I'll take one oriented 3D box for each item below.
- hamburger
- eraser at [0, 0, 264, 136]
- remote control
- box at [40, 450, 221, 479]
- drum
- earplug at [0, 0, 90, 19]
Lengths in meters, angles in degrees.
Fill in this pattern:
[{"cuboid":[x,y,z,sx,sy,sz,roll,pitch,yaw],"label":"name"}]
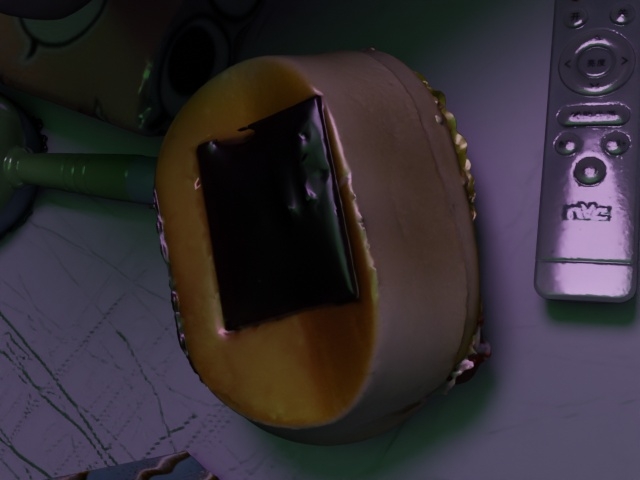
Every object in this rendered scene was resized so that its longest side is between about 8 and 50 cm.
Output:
[{"cuboid":[0.000,0.000,0.438,0.173,0.116,0.210,-23,74,25],"label":"hamburger"},{"cuboid":[-0.185,-0.183,0.568,0.290,0.087,0.171,22,86,25],"label":"eraser"},{"cuboid":[0.144,-0.056,0.435,0.049,0.027,0.184,2,74,22],"label":"remote control"},{"cuboid":[-0.036,0.185,0.376,0.229,0.162,0.041,32,97,25],"label":"box"},{"cuboid":[-0.193,-0.066,0.565,0.253,0.049,0.130,-10,74,21],"label":"drum"},{"cuboid":[-0.062,-0.328,0.342,0.394,0.312,0.313,-31,68,10],"label":"earplug"}]
